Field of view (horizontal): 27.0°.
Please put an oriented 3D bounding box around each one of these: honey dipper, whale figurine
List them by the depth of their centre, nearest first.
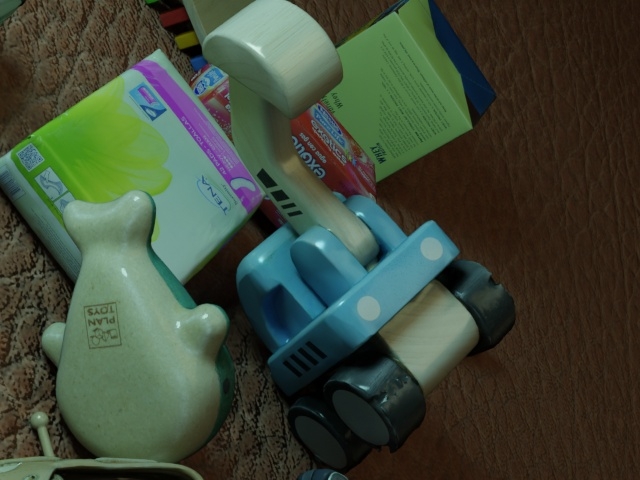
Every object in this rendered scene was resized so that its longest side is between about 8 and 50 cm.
[{"bbox_3d":[-0.250,0.239,1.267,0.030,0.030,0.161,3,59,-53],"label":"honey dipper"},{"bbox_3d":[-0.174,0.085,1.320,0.141,0.216,0.272,-15,95,-62],"label":"whale figurine"}]

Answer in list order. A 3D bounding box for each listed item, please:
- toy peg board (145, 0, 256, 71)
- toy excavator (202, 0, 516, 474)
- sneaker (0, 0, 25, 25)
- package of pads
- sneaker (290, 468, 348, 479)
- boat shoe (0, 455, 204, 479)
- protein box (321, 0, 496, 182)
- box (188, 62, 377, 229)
[{"bbox_3d":[-0.154,-0.302,1.779,0.161,0.079,0.161,-49,122,-55],"label":"toy peg board"},{"bbox_3d":[0.000,0.000,1.473,0.445,0.433,0.222,47,62,2],"label":"toy excavator"},{"bbox_3d":[-0.398,-0.251,1.293,0.315,0.182,0.127,-20,81,-57],"label":"sneaker"},{"bbox_3d":[-0.202,-0.059,1.488,0.229,0.101,0.296,54,34,-8],"label":"package of pads"},{"bbox_3d":[-0.041,0.308,1.426,0.226,0.086,0.163,42,47,-43],"label":"sneaker"},{"bbox_3d":[-0.256,0.238,1.152,0.341,0.110,0.122,-3,68,-43],"label":"boat shoe"},{"bbox_3d":[0.107,-0.221,1.934,0.200,0.201,0.136,55,33,-9],"label":"protein box"},{"bbox_3d":[-0.048,-0.122,1.694,0.257,0.122,0.128,48,22,-25],"label":"box"}]
